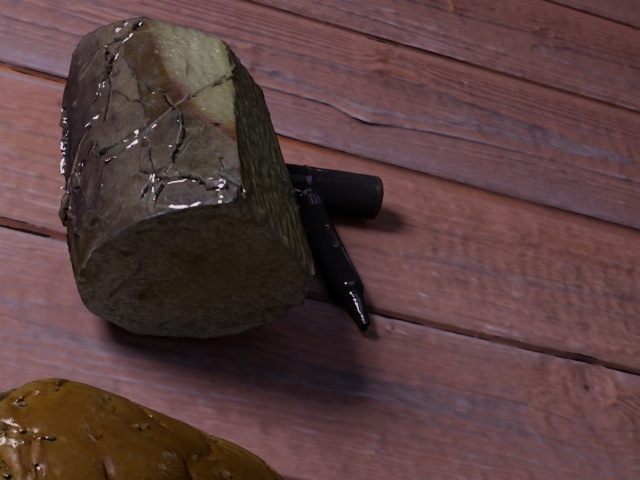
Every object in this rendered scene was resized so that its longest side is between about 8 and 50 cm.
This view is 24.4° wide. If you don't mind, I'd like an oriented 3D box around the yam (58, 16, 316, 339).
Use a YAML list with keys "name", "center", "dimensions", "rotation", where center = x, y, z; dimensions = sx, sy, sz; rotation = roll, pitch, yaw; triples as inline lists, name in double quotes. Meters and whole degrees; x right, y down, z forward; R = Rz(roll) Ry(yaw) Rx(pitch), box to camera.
- name: "yam"
  center: [-0.130, -0.059, 1.276]
  dimensions: [0.202, 0.201, 0.271]
  rotation: [52, 23, -47]

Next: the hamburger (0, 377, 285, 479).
- name: "hamburger"
  center: [-0.124, 0.205, 0.977]
  dimensions: [0.285, 0.134, 0.265]
  rotation: [29, 36, -33]

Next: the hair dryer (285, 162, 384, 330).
- name: "hair dryer"
  center: [-0.013, 0.002, 1.397]
  dimensions: [0.173, 0.050, 0.195]
  rotation: [6, 45, -19]
